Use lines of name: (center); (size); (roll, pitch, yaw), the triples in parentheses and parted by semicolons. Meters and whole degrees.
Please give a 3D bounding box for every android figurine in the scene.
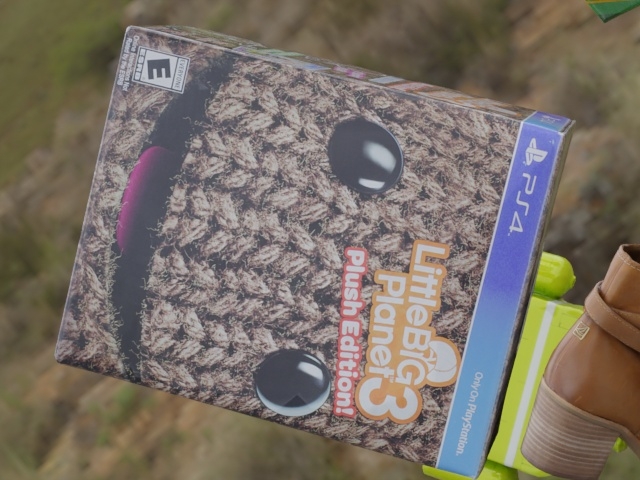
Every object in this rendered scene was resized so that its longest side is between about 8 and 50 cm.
android figurine: (0.178, 0.127, 1.842); (0.056, 0.273, 0.248); (-2, -75, -67)

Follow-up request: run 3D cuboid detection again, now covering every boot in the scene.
boot: (0.323, 0.110, 1.712); (0.109, 0.283, 0.220); (51, 125, 53)

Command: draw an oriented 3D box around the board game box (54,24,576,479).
board game box: (0.000, 0.000, 1.267); (0.141, 0.291, 0.232); (-32, -44, -77)

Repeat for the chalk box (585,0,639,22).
chalk box: (0.308, -0.317, 1.684); (0.213, 0.132, 0.132); (-23, 37, 33)
